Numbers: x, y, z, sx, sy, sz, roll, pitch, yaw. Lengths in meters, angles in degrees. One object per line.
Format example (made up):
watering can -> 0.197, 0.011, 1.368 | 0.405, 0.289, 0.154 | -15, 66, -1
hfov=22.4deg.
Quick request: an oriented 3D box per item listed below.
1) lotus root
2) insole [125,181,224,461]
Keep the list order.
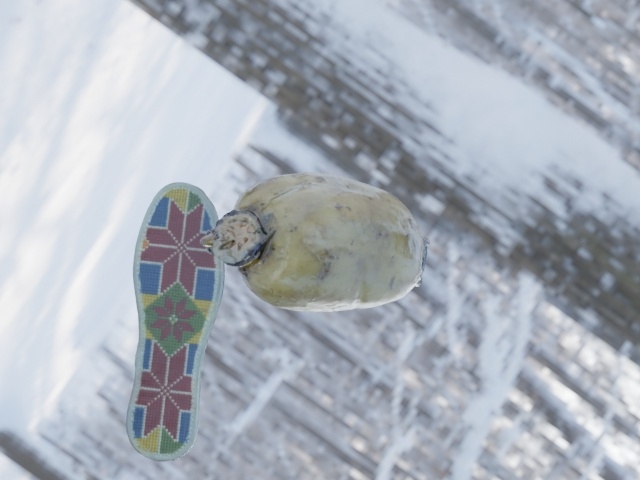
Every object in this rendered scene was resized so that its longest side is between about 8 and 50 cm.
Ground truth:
lotus root -> 0.000, 0.000, 0.830 | 0.063, 0.152, 0.072 | -20, -107, 50
insole -> -0.102, 0.056, 1.115 | 0.006, 0.065, 0.193 | 34, 62, -80
